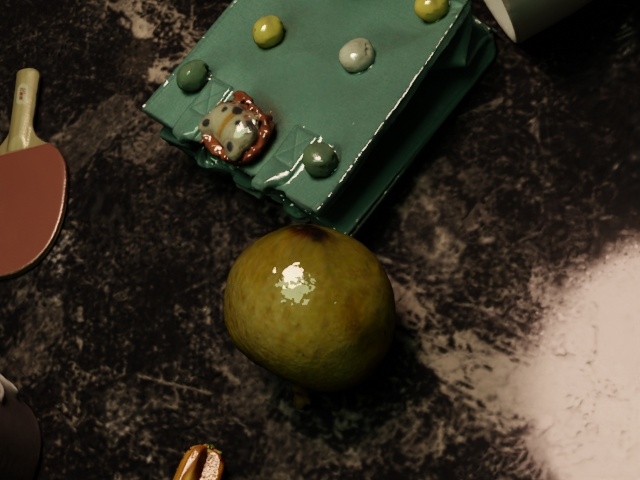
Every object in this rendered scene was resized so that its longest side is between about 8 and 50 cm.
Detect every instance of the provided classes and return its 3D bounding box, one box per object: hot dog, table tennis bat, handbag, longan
[{"bbox_3d":[-0.116,0.236,1.555,0.037,0.049,0.122,-31,36,59],"label":"hot dog"},{"bbox_3d":[-0.320,-0.071,1.853,0.138,0.022,0.246,-9,62,24],"label":"table tennis bat"},{"bbox_3d":[-0.002,-0.164,1.661,0.268,0.100,0.274,33,76,37],"label":"handbag"},{"bbox_3d":[-0.012,0.069,1.536,0.155,0.145,0.176,-124,40,-59],"label":"longan"}]

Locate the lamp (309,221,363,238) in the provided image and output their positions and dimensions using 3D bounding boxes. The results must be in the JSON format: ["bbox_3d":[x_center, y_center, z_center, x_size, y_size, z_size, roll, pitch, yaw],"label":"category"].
[{"bbox_3d":[0.000,0.000,1.630,0.083,0.031,0.063,-40,54,-1],"label":"lamp"}]

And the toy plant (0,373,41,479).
[{"bbox_3d":[-0.417,0.120,1.556,0.185,0.400,0.279,-33,52,7],"label":"toy plant"}]

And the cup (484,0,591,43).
[{"bbox_3d":[0.225,-0.328,1.618,0.234,0.186,0.258,-30,26,1],"label":"cup"}]
